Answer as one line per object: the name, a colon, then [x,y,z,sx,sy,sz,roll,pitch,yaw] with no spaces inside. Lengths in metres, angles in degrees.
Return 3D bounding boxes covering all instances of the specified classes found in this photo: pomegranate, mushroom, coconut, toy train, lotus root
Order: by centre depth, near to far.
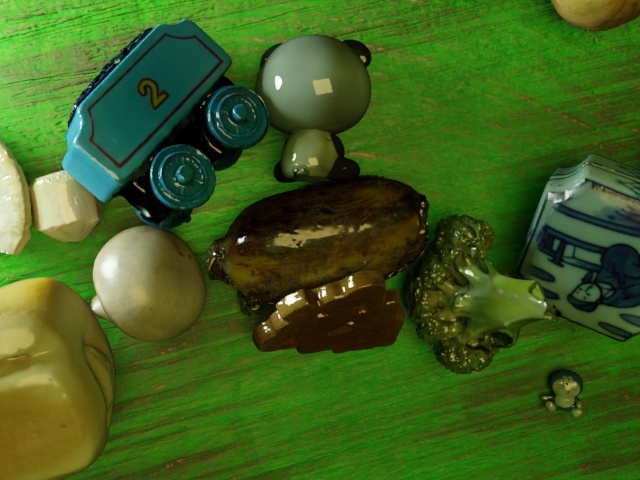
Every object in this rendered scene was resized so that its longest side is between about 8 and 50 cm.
toy train: [-0.247,-0.187,1.415,0.265,0.188,0.300,41,67,-10]
coconut: [-0.420,-0.054,1.457,0.116,0.116,0.122,-15,99,-8]
mushroom: [-0.301,0.083,1.476,0.204,0.204,0.204,-1,97,-10]
lotus root: [0.000,0.000,1.502,0.397,0.179,0.196,-11,97,-6]
pomegranate: [0.493,-0.454,1.532,0.191,0.191,0.191,-1,97,-10]

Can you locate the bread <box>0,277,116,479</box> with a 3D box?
bread: [-0.520,0.240,1.403,0.376,0.253,0.348,-19,110,-1]

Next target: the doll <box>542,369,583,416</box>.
doll: [0.464,0.289,1.683,0.076,0.050,0.083,7,97,8]

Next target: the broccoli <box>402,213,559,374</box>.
broccoli: [0.282,0.077,1.531,0.186,0.302,0.254,-10,67,-44]

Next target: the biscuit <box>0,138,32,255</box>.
biscuit: [-0.566,-0.086,1.435,0.188,0.040,0.265,-40,85,19]

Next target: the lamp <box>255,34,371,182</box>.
lamp: [-0.012,-0.220,1.468,0.197,0.198,0.244,1,89,-10]

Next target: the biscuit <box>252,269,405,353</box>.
biscuit: [0.034,0.138,1.522,0.278,0.301,0.043,-28,58,24]

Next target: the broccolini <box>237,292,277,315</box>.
broccolini: [-0.031,0.107,1.580,0.239,0.054,0.051,-1,83,-12]

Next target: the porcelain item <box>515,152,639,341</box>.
porcelain item: [0.502,0.014,1.531,0.281,0.157,0.286,24,120,14]
